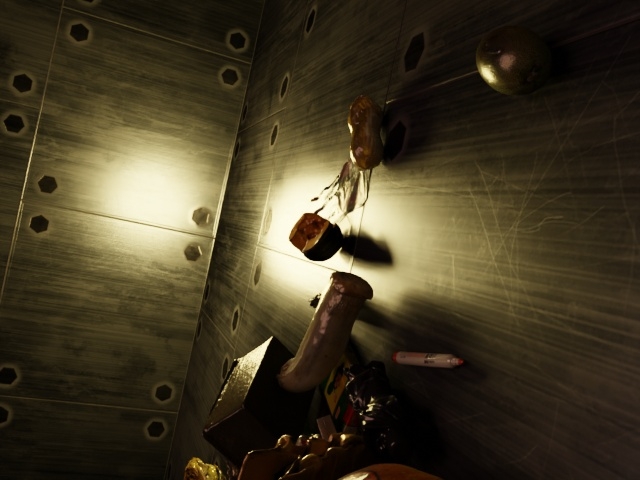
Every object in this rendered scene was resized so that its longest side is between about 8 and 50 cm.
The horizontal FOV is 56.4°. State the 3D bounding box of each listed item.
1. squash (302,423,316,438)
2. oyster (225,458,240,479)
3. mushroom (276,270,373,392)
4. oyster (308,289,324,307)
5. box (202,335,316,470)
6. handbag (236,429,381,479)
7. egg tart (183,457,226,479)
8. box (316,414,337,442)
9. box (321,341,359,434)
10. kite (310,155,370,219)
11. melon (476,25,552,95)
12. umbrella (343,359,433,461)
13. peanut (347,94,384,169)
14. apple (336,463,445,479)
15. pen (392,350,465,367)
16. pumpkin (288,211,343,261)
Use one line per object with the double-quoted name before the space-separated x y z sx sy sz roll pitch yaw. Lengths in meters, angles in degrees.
"squash" -0.047 0.491 1.446 0.292 0.082 0.082 -171 93 -70
"oyster" -0.141 0.517 1.626 0.133 0.198 0.337 -4 56 24
"mushroom" 0.006 0.217 1.333 0.123 0.095 0.351 49 121 35
"oyster" 0.024 0.143 1.429 0.177 0.105 0.056 84 -178 -73
"box" -0.138 0.392 1.431 0.143 0.184 0.273 -37 15 27
"handbag" -0.028 0.462 1.002 0.133 0.401 0.283 19 90 31
"egg tart" -0.389 0.899 2.110 0.297 0.132 0.297 3 93 61
"box" 0.023 0.428 1.283 0.079 0.035 0.083 79 171 -57
"box" 0.049 0.317 1.350 0.235 0.034 0.132 -118 44 -61
"kite" 0.050 -0.137 1.633 0.360 0.022 0.204 -36 46 57
"melon" 0.296 -0.282 0.928 0.162 0.099 0.099 -105 33 -57
"umbrella" 0.112 0.304 1.064 0.110 0.122 0.272 -54 13 2
"peanut" 0.111 -0.263 1.444 0.087 0.087 0.207 132 142 -55
"apple" 0.109 0.434 0.796 0.250 0.277 0.309 -46 24 -8
"pen" 0.187 0.209 1.046 0.218 0.026 0.026 159 121 -67
"pumpkin" 0.000 0.000 1.554 0.119 0.107 0.183 -47 24 -1
